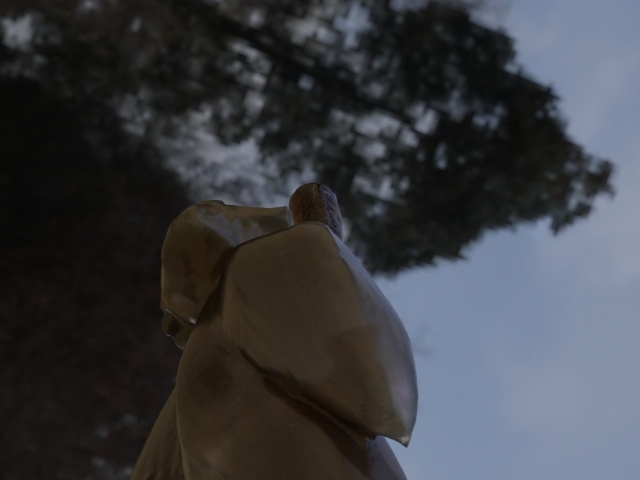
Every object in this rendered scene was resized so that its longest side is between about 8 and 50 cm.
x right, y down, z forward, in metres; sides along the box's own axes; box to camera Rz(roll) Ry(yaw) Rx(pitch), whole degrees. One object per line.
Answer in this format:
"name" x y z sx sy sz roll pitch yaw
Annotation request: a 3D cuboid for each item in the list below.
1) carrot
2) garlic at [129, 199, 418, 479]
"carrot" 0.000 0.000 1.943 0.161 0.055 0.055 -102 -147 -50
"garlic" -0.043 0.131 1.231 0.325 0.132 0.279 -110 -146 -51
